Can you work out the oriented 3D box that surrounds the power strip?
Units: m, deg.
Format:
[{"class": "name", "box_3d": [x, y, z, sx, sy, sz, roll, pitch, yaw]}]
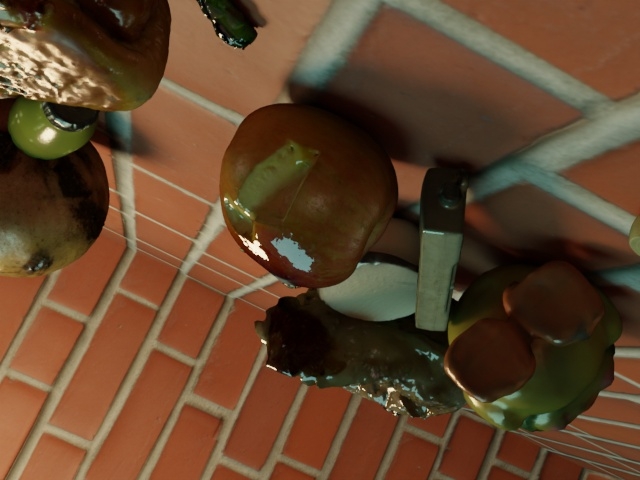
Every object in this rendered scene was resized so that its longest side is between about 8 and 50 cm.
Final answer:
[{"class": "power strip", "box_3d": [0.134, 0.024, 0.868, 0.048, 0.080, 0.286, 7, 150, 10]}]

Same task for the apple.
[{"class": "apple", "box_3d": [-0.016, -0.053, 0.793, 0.199, 0.199, 0.199, 24, 168, 5]}]

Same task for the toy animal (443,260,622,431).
[{"class": "toy animal", "box_3d": [0.267, 0.131, 0.981, 0.191, 0.216, 0.338, 49, -173, 33]}]

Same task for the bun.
[{"class": "bun", "box_3d": [0.075, 0.026, 1.050, 0.173, 0.120, 0.173, 3, 142, 3]}]

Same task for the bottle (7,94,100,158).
[{"class": "bottle", "box_3d": [-0.377, -0.179, 1.094, 0.112, 0.112, 0.260, 31, 166, -25]}]

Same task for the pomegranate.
[{"class": "pomegranate", "box_3d": [-0.524, -0.089, 1.314, 0.322, 0.322, 0.322, 24, 168, 5]}]

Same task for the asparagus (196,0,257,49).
[{"class": "asparagus", "box_3d": [-0.096, -0.207, 0.616, 0.036, 0.030, 0.165, 46, 179, 25]}]

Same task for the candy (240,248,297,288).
[{"class": "candy", "box_3d": [-0.116, 0.060, 1.789, 0.185, 0.049, 0.055, 29, 163, 23]}]

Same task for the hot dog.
[{"class": "hot dog", "box_3d": [-0.250, -0.199, 0.607, 0.257, 0.150, 0.153, 10, 152, -6]}]

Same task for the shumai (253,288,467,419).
[{"class": "shumai", "box_3d": [0.060, 0.129, 1.159, 0.346, 0.217, 0.283, 25, 176, 46]}]

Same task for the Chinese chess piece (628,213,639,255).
[{"class": "Chinese chess piece", "box_3d": [0.317, 0.002, 0.677, 0.084, 0.034, 0.084, 25, 169, 5]}]
